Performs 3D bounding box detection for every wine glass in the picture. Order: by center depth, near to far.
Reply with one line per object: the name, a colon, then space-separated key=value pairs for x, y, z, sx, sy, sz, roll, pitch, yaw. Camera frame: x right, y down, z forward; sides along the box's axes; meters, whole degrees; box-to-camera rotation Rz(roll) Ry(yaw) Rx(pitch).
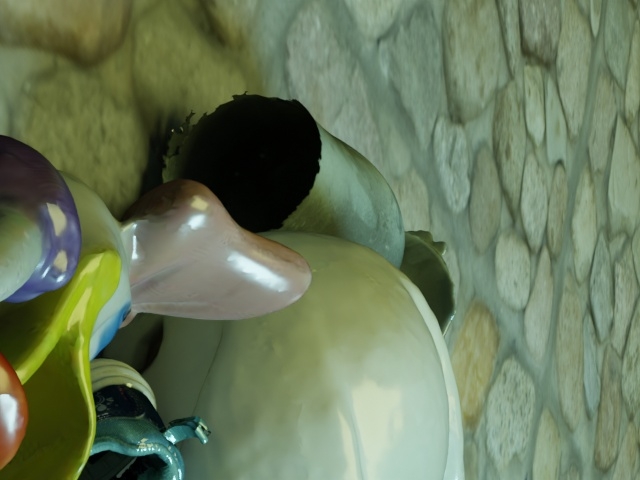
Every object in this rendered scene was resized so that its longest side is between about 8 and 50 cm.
wine glass: x=0.000 y=0.000 z=0.892 sx=0.222 sy=0.103 sz=0.103 roll=47 pitch=49 yaw=-62

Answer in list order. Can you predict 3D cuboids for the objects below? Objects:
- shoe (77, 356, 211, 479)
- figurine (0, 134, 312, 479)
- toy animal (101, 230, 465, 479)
shoe: x=-0.106 y=0.111 z=0.658 sx=0.143 sy=0.071 sz=0.064 roll=-44 pitch=132 yaw=-20
figurine: x=-0.144 y=-0.022 z=0.484 sx=0.421 sy=0.154 sz=0.193 roll=52 pitch=31 yaw=-53
toy animal: x=-0.015 y=0.149 z=0.779 sx=0.289 sy=0.174 sz=0.249 roll=73 pitch=29 yaw=-43
